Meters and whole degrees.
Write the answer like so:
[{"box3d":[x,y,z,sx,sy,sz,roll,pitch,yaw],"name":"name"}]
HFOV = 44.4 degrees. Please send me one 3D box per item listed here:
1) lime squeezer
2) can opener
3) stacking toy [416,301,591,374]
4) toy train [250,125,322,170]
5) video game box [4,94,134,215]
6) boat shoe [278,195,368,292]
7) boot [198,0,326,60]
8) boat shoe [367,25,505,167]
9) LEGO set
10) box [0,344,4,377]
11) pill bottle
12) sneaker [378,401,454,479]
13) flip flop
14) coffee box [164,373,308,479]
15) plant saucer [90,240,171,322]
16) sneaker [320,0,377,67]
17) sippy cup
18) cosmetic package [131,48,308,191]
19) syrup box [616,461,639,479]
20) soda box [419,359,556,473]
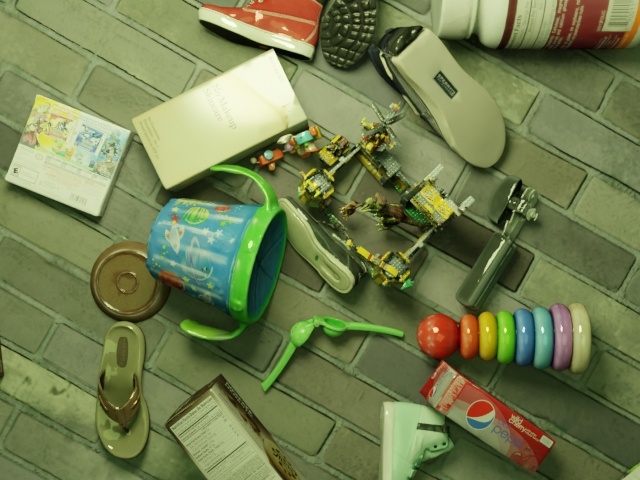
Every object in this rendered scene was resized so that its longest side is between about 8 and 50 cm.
[{"box3d":[0.009,0.202,1.587,0.310,0.059,0.110,-21,90,0],"name":"lime squeezer"},{"box3d":[0.353,0.008,1.586,0.093,0.074,0.280,27,89,34],"name":"can opener"},{"box3d":[0.358,0.189,1.560,0.330,0.141,0.141,1,91,7],"name":"stacking toy"},{"box3d":[-0.060,-0.174,1.545,0.125,0.166,0.046,-24,91,-24],"name":"toy train"},{"box3d":[-0.508,-0.171,1.590,0.205,0.048,0.187,22,93,0],"name":"video game box"},{"box3d":[0.000,0.000,1.587,0.233,0.084,0.079,48,53,6],"name":"boat shoe"},{"box3d":[-0.113,-0.477,1.568,0.244,0.088,0.176,14,90,-8],"name":"boot"},{"box3d":[0.233,-0.292,1.560,0.127,0.158,0.340,-43,118,-4],"name":"boat shoe"},{"box3d":[0.126,-0.084,1.490,0.255,0.192,0.331,-34,86,-17],"name":"LEGO set"},{"box3d":[-0.741,0.209,1.518,0.166,0.203,0.169,-6,90,1],"name":"box"},{"box3d":[0.417,-0.478,1.495,0.391,0.224,0.224,1,91,1],"name":"pill bottle"},{"box3d":[0.194,0.454,1.571,0.151,0.094,0.256,2,92,-3],"name":"sneaker"},{"box3d":[-0.401,0.303,1.577,0.112,0.080,0.277,3,91,0],"name":"flip flop"},{"box3d":[-0.157,0.422,1.535,0.119,0.168,0.297,-39,90,0],"name":"coffee box"},{"box3d":[-0.391,0.085,1.602,0.168,0.029,0.169,0,90,0],"name":"plant saucer"},{"box3d":[0.081,-0.486,1.561,0.107,0.124,0.283,19,116,8],"name":"sneaker"},{"box3d":[-0.205,0.022,1.515,0.224,0.240,0.306,16,68,10],"name":"sippy cup"},{"box3d":[-0.194,-0.234,1.556,0.309,0.113,0.160,-27,90,1],"name":"cosmetic package"},{"box3d":[0.623,0.542,1.569,0.237,0.093,0.096,-38,91,1],"name":"syrup box"},{"box3d":[0.328,0.347,1.545,0.263,0.092,0.083,36,91,-14],"name":"soda box"}]
